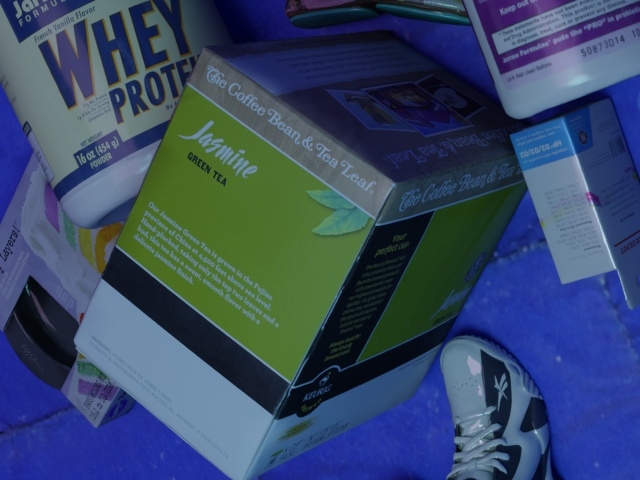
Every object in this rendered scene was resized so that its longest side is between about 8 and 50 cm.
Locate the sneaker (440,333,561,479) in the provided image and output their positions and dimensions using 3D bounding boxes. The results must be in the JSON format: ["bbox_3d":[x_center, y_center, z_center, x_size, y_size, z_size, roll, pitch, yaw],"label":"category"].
[{"bbox_3d":[0.156,0.216,1.528,0.094,0.153,0.235,-14,96,35],"label":"sneaker"}]

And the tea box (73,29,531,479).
[{"bbox_3d":[0.000,0.000,1.448,0.220,0.329,0.323,37,115,20],"label":"tea box"}]

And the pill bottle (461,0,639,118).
[{"bbox_3d":[0.187,-0.270,1.351,0.169,0.169,0.301,-19,93,37],"label":"pill bottle"}]

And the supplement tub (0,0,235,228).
[{"bbox_3d":[-0.216,-0.200,1.608,0.235,0.235,0.325,-28,88,37],"label":"supplement tub"}]

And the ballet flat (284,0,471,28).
[{"bbox_3d":[0.062,-0.246,1.512,0.221,0.077,0.079,5,87,34],"label":"ballet flat"}]

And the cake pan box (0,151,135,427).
[{"bbox_3d":[-0.276,0.050,1.832,0.246,0.070,0.267,45,124,18],"label":"cake pan box"}]

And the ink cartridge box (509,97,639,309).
[{"bbox_3d":[0.247,-0.028,1.422,0.061,0.104,0.181,-18,93,37],"label":"ink cartridge box"}]
